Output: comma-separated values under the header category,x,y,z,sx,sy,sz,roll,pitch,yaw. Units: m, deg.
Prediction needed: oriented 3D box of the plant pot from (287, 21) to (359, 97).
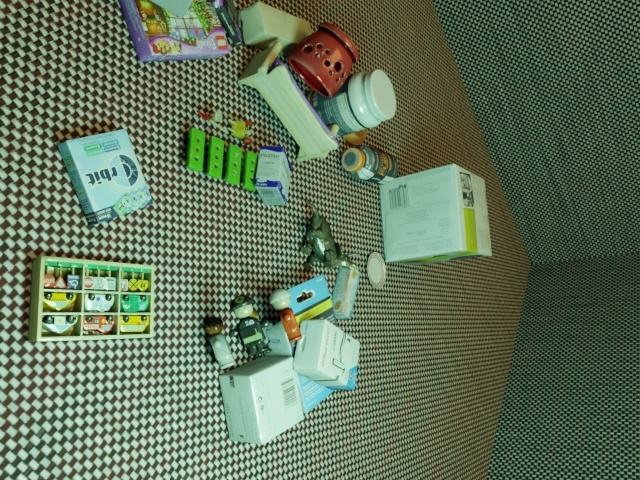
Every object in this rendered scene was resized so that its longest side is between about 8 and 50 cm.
category,x,y,z,sx,sy,sz,roll,pitch,yaw
plant pot,0.018,-0.582,1.776,0.174,0.191,0.191,-47,131,1

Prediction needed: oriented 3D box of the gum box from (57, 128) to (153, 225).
category,x,y,z,sx,sy,sz,roll,pitch,yaw
gum box,-0.475,-0.144,1.236,0.157,0.041,0.184,-33,108,-52

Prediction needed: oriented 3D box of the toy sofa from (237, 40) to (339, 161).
category,x,y,z,sx,sy,sz,roll,pitch,yaw
toy sofa,-0.072,-0.433,1.744,0.362,0.177,0.150,50,46,-34

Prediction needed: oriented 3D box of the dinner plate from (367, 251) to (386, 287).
category,x,y,z,sx,sy,sz,roll,pitch,yaw
dinner plate,0.214,0.116,2.147,0.141,0.017,0.141,15,70,-51

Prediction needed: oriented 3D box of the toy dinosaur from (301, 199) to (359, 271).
category,x,y,z,sx,sy,sz,roll,pitch,yaw
toy dinosaur,0.000,0.000,1.823,0.313,0.121,0.160,59,28,-20

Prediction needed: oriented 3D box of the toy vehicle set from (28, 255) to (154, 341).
category,x,y,z,sx,sy,sz,roll,pitch,yaw
toy vehicle set,-0.476,0.127,1.177,0.267,0.035,0.165,10,74,-53

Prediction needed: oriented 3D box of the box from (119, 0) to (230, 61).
category,x,y,z,sx,sy,sz,roll,pitch,yaw
box,-0.379,-0.581,1.454,0.293,0.057,0.200,-30,106,-53

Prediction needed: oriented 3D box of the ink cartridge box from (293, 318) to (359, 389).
category,x,y,z,sx,sy,sz,roll,pitch,yaw
ink cartridge box,0.022,0.328,1.579,0.203,0.086,0.148,40,50,-46

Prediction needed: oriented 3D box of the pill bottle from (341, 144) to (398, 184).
category,x,y,z,sx,sy,sz,roll,pitch,yaw
pill bottle,0.182,-0.288,2.099,0.246,0.131,0.130,3,80,-53

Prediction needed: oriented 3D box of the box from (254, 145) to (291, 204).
category,x,y,z,sx,sy,sz,roll,pitch,yaw
box,-0.138,-0.191,1.645,0.126,0.072,0.137,69,24,-67

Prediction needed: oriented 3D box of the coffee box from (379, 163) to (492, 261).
category,x,y,z,sx,sy,sz,roll,pitch,yaw
coffee box,0.477,-0.088,2.280,0.334,0.338,0.337,9,75,-53

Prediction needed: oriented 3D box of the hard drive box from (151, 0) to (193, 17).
category,x,y,z,sx,sy,sz,roll,pitch,yaw
hard drive box,-0.410,-0.668,1.318,0.232,0.089,0.181,21,46,-34

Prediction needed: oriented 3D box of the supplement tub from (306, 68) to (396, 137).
category,x,y,z,sx,sy,sz,roll,pitch,yaw
supplement tub,0.101,-0.466,1.906,0.191,0.272,0.191,18,68,-52

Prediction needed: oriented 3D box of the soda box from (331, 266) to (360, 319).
category,x,y,z,sx,sy,sz,roll,pitch,yaw
soda box,0.084,0.179,1.918,0.063,0.058,0.183,43,50,-40

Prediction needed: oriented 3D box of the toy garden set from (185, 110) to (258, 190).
category,x,y,z,sx,sy,sz,roll,pitch,yaw
toy garden set,-0.275,-0.263,1.538,0.244,0.049,0.203,17,70,-50

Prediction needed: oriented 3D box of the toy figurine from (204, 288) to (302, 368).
category,x,y,z,sx,sy,sz,roll,pitch,yaw
toy figurine,-0.177,0.223,1.425,0.213,0.210,0.148,-9,74,-48

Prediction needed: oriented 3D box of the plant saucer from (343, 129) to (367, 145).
category,x,y,z,sx,sy,sz,roll,pitch,yaw
plant saucer,0.129,-0.468,2.147,0.200,0.037,0.199,16,70,-51

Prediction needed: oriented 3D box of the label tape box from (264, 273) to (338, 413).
category,x,y,z,sx,sy,sz,roll,pitch,yaw
label tape box,-0.054,0.301,1.657,0.249,0.115,0.347,-20,96,-55

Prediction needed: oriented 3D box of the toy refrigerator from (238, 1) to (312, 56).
category,x,y,z,sx,sy,sz,roll,pitch,yaw
toy refrigerator,-0.138,-0.669,1.783,0.270,0.094,0.102,-10,87,-56

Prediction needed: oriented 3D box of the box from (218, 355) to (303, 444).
category,x,y,z,sx,sy,sz,roll,pitch,yaw
box,-0.155,0.420,1.479,0.182,0.119,0.180,-12,92,-54

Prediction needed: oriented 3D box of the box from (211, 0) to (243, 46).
category,x,y,z,sx,sy,sz,roll,pitch,yaw
box,-0.267,-0.657,1.591,0.162,0.029,0.116,58,21,-51
